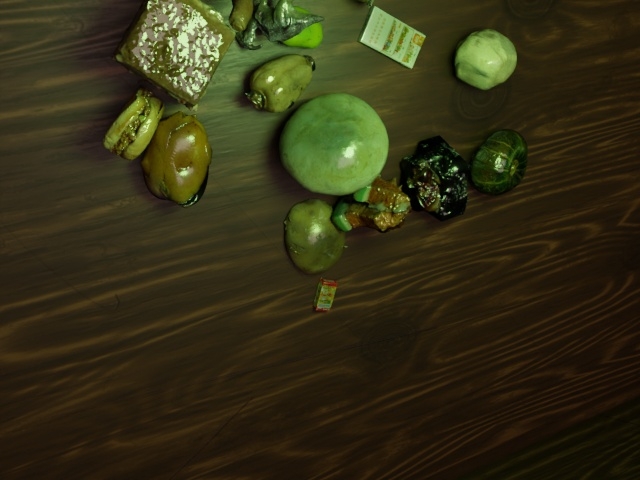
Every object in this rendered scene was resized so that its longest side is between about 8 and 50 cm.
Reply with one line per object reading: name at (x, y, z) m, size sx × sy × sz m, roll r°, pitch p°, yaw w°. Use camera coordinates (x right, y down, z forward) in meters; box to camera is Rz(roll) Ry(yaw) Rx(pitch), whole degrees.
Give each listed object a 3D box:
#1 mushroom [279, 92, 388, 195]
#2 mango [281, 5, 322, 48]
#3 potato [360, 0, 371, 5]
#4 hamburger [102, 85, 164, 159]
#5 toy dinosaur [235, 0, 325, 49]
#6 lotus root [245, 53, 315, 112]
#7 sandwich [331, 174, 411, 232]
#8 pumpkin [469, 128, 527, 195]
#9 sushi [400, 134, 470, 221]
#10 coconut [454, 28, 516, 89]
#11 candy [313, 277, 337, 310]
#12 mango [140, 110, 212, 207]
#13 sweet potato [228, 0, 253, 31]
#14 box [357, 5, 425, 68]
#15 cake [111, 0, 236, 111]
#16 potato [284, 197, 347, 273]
mushroom at (0.043, -0.307, 1.695) m, size 0.352 × 0.260 × 0.352 m, roll -1°, pitch 78°, yaw 7°
mango at (-0.069, -0.663, 1.639) m, size 0.163 × 0.089 × 0.117 m, roll -6°, pitch 104°, yaw -33°
potato at (0.111, -0.954, 1.553) m, size 0.296 × 0.290 × 0.397 m, roll 27°, pitch 139°, yaw -1°
hamburger at (-0.531, -0.329, 1.495) m, size 0.108 × 0.214 × 0.214 m, roll 30°, pitch 96°, yaw -27°
toy dinosaur at (-0.129, -0.661, 1.545) m, size 0.077 × 0.294 × 0.162 m, roll -18°, pitch 102°, yaw -52°
lotus root at (-0.126, -0.489, 1.647) m, size 0.257 × 0.140 × 0.154 m, roll -37°, pitch 106°, yaw -17°
sandwich at (0.176, -0.140, 1.788) m, size 0.250 × 0.301 × 0.162 m, roll -51°, pitch 130°, yaw -18°
pumpkin at (0.674, -0.299, 2.032) m, size 0.260 × 0.189 × 0.260 m, roll -25°, pitch 128°, yaw -37°
sushi at (0.406, -0.218, 1.949) m, size 0.212 × 0.215 × 0.227 m, roll -17°, pitch 136°, yaw -11°
coconut at (0.565, -0.639, 1.846) m, size 0.224 × 0.224 × 0.224 m, roll -8°, pitch 112°, yaw -20°
candy at (0.018, 0.209, 2.025) m, size 0.062 × 0.038 × 0.122 m, roll 8°, pitch 106°, yaw -25°
mango at (-0.435, -0.248, 1.600) m, size 0.201 × 0.152 × 0.287 m, roll 9°, pitch 106°, yaw -35°
sweet potato at (-0.196, -0.718, 1.441) m, size 0.109 × 0.385 × 0.109 m, roll 8°, pitch 144°, yaw 6°
box at (0.244, -0.686, 1.785) m, size 0.220 × 0.032 × 0.122 m, roll 18°, pitch 101°, yaw -26°
cake at (-0.393, -0.536, 1.438) m, size 0.255 × 0.290 × 0.282 m, roll 28°, pitch 94°, yaw -30°
potato at (0.000, 0.000, 1.903) m, size 0.239 × 0.116 × 0.299 m, roll -20°, pitch 117°, yaw -20°
